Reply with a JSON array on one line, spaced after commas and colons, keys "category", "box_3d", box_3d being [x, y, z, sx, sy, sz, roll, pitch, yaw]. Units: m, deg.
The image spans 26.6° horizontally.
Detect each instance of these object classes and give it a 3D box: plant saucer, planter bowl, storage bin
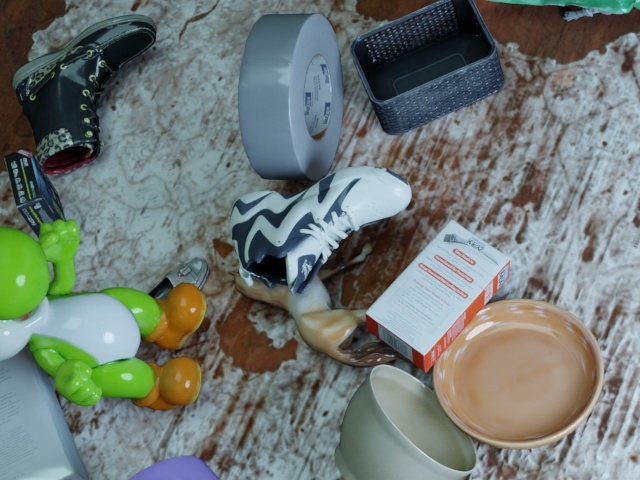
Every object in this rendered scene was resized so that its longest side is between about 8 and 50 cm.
[{"category": "plant saucer", "box_3d": [0.234, 0.161, 1.602, 0.200, 0.037, 0.200, -6, 53, 8]}, {"category": "planter bowl", "box_3d": [0.085, 0.239, 1.560, 0.109, 0.162, 0.162, -48, 57, 19]}, {"category": "storage bin", "box_3d": [0.144, -0.237, 1.829, 0.180, 0.084, 0.122, -24, 59, 4]}]

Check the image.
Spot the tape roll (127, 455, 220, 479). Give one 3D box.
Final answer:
[{"category": "tape roll", "box_3d": [-0.181, 0.342, 1.551, 0.189, 0.189, 0.080, -41, 60, -8]}]

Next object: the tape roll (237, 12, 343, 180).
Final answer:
[{"category": "tape roll", "box_3d": [-0.036, -0.187, 1.776, 0.072, 0.219, 0.219, 3, 63, 19]}]

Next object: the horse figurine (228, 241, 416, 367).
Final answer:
[{"category": "horse figurine", "box_3d": [0.013, 0.074, 1.711, 0.174, 0.066, 0.263, -32, 55, -10]}]

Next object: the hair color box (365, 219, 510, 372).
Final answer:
[{"category": "hair color box", "box_3d": [0.142, 0.066, 1.630, 0.093, 0.053, 0.167, 35, 69, 23]}]

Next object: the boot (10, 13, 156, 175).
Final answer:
[{"category": "boot", "box_3d": [-0.326, -0.208, 1.955, 0.236, 0.085, 0.178, -25, 60, 10]}]

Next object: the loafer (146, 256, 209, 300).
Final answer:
[{"category": "loafer", "box_3d": [-0.199, 0.067, 1.792, 0.125, 0.039, 0.045, -44, 59, -9]}]

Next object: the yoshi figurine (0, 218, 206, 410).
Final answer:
[{"category": "yoshi figurine", "box_3d": [-0.304, 0.084, 1.621, 0.203, 0.362, 0.203, 37, 108, 60]}]

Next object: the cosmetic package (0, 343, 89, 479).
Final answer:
[{"category": "cosmetic package", "box_3d": [-0.513, 0.278, 1.723, 0.377, 0.097, 0.284, -26, 60, -5]}]

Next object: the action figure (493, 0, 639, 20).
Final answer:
[{"category": "action figure", "box_3d": [0.353, -0.346, 1.837, 0.232, 0.063, 0.137, 18, 67, 28]}]

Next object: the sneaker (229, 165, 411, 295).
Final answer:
[{"category": "sneaker", "box_3d": [0.000, 0.000, 1.673, 0.235, 0.094, 0.153, -7, 49, 7]}]

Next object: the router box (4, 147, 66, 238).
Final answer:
[{"category": "router box", "box_3d": [-0.389, -0.056, 1.867, 0.038, 0.122, 0.092, -21, 59, 0]}]
